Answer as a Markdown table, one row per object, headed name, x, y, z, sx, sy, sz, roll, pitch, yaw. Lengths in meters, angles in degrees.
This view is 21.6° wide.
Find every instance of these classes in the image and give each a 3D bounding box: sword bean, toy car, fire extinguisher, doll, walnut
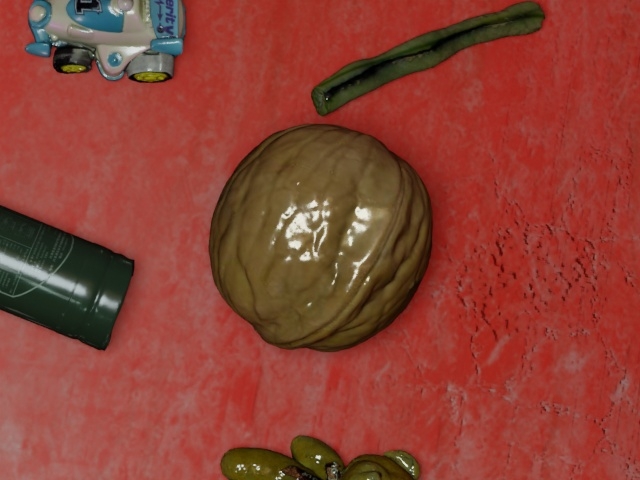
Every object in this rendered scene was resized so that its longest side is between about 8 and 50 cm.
| name | x | y | z | sx | sy | sz | roll | pitch | yaw |
| --- | --- | --- | --- | --- | --- | --- | --- | --- | --- |
| sword bean | 0.113 | -0.195 | 1.747 | 0.269 | 0.038 | 0.043 | -22 | 81 | -14 |
| toy car | -0.209 | -0.228 | 1.658 | 0.162 | 0.098 | 0.126 | 2 | 80 | -12 |
| fire extinguisher | -0.333 | 0.001 | 1.608 | 0.311 | 0.095 | 0.114 | 21 | 42 | -9 |
| doll | 0.005 | 0.248 | 1.629 | 0.210 | 0.097 | 0.137 | 5 | 57 | -9 |
| walnut | 0.000 | 0.000 | 1.614 | 0.228 | 0.228 | 0.228 | 2 | 82 | -11 |
